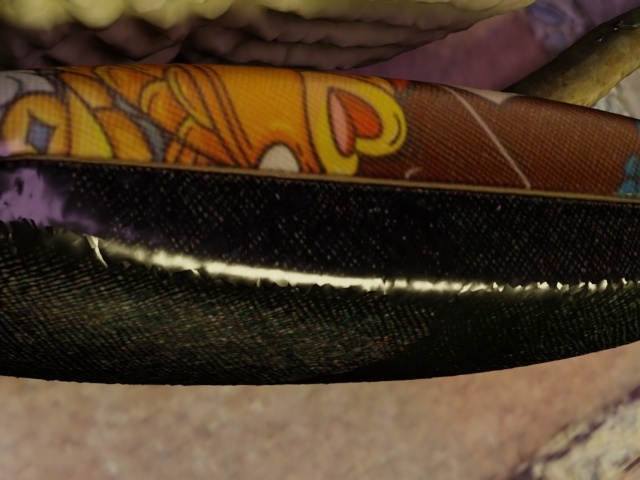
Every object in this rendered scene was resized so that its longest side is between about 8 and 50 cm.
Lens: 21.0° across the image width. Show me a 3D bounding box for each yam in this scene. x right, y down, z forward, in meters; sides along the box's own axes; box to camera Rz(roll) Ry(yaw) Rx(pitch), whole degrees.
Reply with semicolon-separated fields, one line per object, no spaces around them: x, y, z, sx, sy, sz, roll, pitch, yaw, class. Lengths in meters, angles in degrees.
0.123;-0.080;0.673;0.234;0.027;0.029;-36;141;-33;yam

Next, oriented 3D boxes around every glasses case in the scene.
0.000;0.000;0.514;0.321;0.122;0.082;3;72;-36;glasses case

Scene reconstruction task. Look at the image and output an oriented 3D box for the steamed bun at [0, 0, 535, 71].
0.001;-0.169;0.487;0.320;0.275;0.206;10;57;-68;steamed bun
